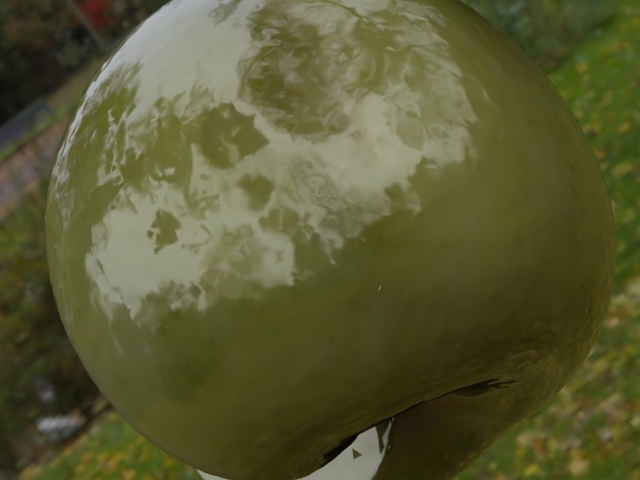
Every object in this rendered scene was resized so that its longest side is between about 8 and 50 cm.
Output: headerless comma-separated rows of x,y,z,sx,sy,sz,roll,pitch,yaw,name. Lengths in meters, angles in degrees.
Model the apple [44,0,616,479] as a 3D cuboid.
0.000,0.000,0.838,0.292,0.254,0.292,-18,-26,-9,apple
